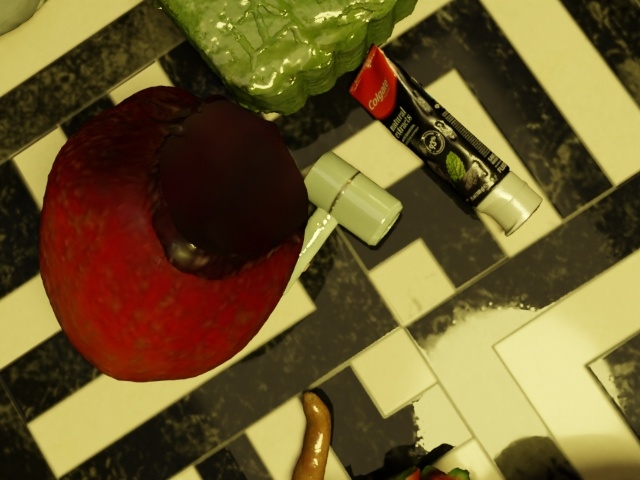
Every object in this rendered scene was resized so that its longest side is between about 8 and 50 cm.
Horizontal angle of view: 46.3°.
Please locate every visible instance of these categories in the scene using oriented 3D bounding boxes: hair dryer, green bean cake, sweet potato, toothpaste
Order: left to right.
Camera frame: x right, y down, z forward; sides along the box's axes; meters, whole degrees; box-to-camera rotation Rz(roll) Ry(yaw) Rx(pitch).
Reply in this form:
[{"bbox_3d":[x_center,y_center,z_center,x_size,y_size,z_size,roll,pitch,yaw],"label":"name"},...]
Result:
[{"bbox_3d":[-0.038,-0.233,0.642,0.200,0.113,0.214,-38,82,-2],"label":"green bean cake"},{"bbox_3d":[-0.004,0.218,0.629,0.044,0.044,0.179,-7,77,5],"label":"sweet potato"},{"bbox_3d":[0.000,0.000,0.651,0.082,0.047,0.137,38,94,7],"label":"hair dryer"},{"bbox_3d":[0.102,-0.084,0.643,0.193,0.071,0.045,44,63,3],"label":"toothpaste"}]

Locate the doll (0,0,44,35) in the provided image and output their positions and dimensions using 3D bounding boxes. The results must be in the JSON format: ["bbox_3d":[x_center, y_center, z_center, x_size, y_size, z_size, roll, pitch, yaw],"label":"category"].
[{"bbox_3d":[-0.290,-0.255,0.687,0.102,0.075,0.228,12,75,21],"label":"doll"}]

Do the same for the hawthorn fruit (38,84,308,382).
[{"bbox_3d":[-0.115,0.008,0.584,0.215,0.215,0.250,25,122,7],"label":"hawthorn fruit"}]

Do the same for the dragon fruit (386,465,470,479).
[{"bbox_3d":[0.049,0.264,0.553,0.235,0.135,0.137,-27,97,-22],"label":"dragon fruit"}]
